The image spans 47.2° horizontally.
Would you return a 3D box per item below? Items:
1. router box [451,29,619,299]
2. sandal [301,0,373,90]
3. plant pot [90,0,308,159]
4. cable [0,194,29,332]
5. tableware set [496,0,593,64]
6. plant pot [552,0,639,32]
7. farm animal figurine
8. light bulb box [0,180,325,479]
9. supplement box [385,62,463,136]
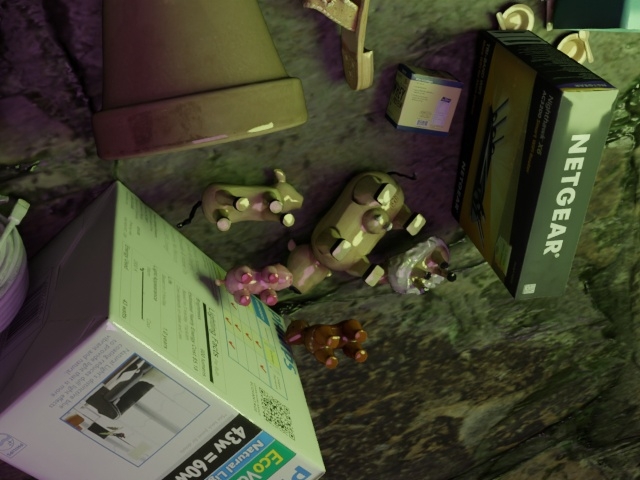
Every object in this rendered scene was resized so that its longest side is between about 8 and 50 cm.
[{"bbox_3d":[0.284,-0.111,1.034,0.081,0.243,0.309,-5,122,-12],"label":"router box"},{"bbox_3d":[0.016,-0.302,0.954,0.079,0.088,0.240,-18,127,-13],"label":"sandal"},{"bbox_3d":[-0.160,-0.230,0.871,0.263,0.263,0.229,-13,104,-9],"label":"plant pot"},{"bbox_3d":[-0.499,0.050,0.909,0.257,0.257,0.089,-4,131,-9],"label":"cable"},{"bbox_3d":[0.331,-0.299,1.084,0.169,0.020,0.141,-25,122,-1],"label":"tableware set"},{"bbox_3d":[0.437,-0.400,0.979,0.165,0.166,0.234,-2,105,-15],"label":"plant pot"},{"bbox_3d":[0.000,0.000,1.083,0.327,0.172,0.330,-35,114,-9],"label":"farm animal figurine"},{"bbox_3d":[-0.218,0.170,0.992,0.225,0.358,0.361,-40,120,10],"label":"light bulb box"},{"bbox_3d":[0.149,-0.204,1.064,0.083,0.056,0.083,5,117,-18],"label":"supplement box"}]
